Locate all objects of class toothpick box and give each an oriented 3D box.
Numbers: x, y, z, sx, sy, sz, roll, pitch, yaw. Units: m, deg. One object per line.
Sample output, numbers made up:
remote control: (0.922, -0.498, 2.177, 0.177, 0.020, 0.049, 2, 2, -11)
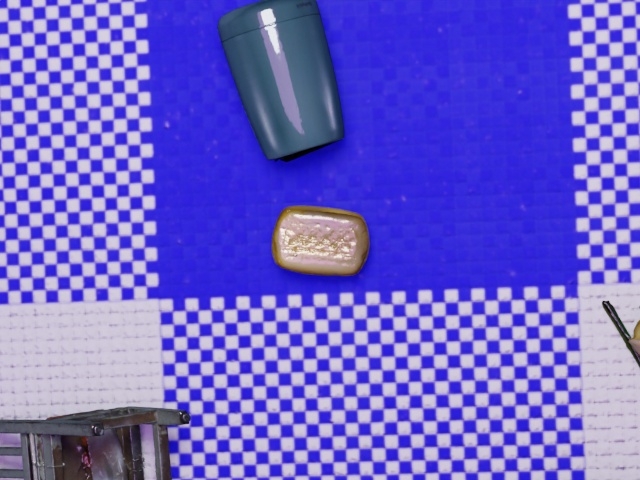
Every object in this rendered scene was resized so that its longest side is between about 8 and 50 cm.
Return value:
toothpick box: (-0.039, -0.187, 1.929, 0.120, 0.120, 0.184, -17, 93, 6)

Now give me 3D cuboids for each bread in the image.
bread: (0.000, 0.000, 1.961, 0.115, 0.056, 0.082, 2, 92, -1)

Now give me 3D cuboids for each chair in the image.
chair: (-0.279, 0.271, 1.975, 0.270, 0.147, 0.136, -7, 88, 50)

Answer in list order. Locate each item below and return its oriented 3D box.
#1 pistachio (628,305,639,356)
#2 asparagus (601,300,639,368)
pistachio: (0.450, 0.117, 1.872, 0.200, 0.145, 0.117, 25, 94, 13)
asparagus: (0.373, 0.142, 1.946, 0.013, 0.016, 0.166, -28, 87, -27)
